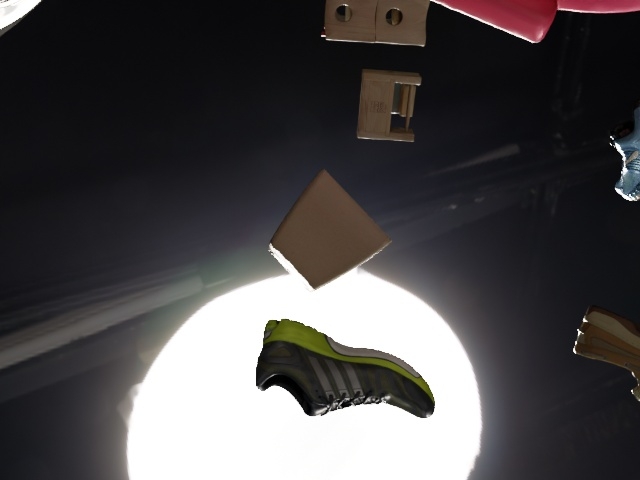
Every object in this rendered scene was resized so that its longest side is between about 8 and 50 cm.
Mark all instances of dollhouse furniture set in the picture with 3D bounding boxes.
[{"bbox_3d":[0.064,-0.240,0.931,0.128,0.129,0.184,4,-69,0],"label":"dollhouse furniture set"}]

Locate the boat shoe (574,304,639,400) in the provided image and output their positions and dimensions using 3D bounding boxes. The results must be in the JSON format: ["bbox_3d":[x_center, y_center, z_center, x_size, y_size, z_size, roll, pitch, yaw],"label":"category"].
[{"bbox_3d":[0.349,0.135,0.724,0.068,0.190,0.072,22,-85,-36],"label":"boat shoe"}]

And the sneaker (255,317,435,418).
[{"bbox_3d":[0.032,0.230,1.108,0.299,0.121,0.111,17,-34,9],"label":"sneaker"}]

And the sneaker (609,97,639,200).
[{"bbox_3d":[0.373,-0.111,0.818,0.063,0.073,0.162,-49,-23,-22],"label":"sneaker"}]

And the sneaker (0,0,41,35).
[{"bbox_3d":[-0.160,-0.242,0.426,0.109,0.286,0.130,36,-21,-17],"label":"sneaker"}]

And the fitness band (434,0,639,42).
[{"bbox_3d":[0.094,-0.216,0.382,0.290,0.054,0.209,25,-20,4],"label":"fitness band"}]

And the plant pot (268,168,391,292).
[{"bbox_3d":[0.000,0.000,0.796,0.096,0.109,0.109,-43,-1,-9],"label":"plant pot"}]
